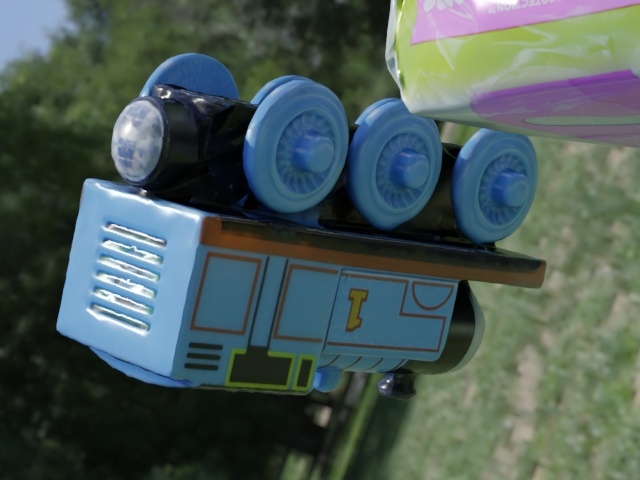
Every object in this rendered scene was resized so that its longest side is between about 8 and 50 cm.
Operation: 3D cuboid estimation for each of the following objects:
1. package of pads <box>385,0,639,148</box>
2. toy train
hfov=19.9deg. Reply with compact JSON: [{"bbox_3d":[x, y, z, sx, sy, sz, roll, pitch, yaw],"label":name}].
[{"bbox_3d":[0.180,-0.077,0.360,0.296,0.229,0.101,-6,83,45],"label":"package of pads"},{"bbox_3d":[0.000,0.000,0.615,0.184,0.080,0.105,8,-82,-46],"label":"toy train"}]
